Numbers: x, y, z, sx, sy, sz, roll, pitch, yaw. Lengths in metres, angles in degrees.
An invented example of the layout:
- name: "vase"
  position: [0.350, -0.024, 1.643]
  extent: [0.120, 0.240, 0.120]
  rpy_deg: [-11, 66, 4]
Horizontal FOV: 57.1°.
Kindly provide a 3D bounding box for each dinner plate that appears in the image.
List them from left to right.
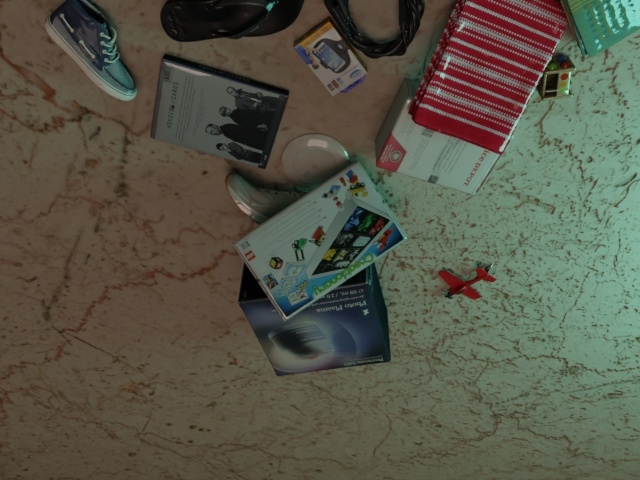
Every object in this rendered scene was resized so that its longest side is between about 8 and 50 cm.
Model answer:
- name: "dinner plate"
  position: [-0.011, -0.159, 1.224]
  extent: [0.141, 0.017, 0.141]
  rpy_deg: [2, 133, 2]

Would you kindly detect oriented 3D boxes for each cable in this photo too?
- name: "cable"
  position: [0.099, -0.394, 0.994]
  extent: [0.150, 0.047, 0.184]
  rpy_deg: [-30, 122, 20]

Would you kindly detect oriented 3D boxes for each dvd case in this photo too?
- name: "dvd case"
  position: [-0.199, -0.244, 1.143]
  extent: [0.238, 0.030, 0.179]
  rpy_deg: [15, 131, -11]

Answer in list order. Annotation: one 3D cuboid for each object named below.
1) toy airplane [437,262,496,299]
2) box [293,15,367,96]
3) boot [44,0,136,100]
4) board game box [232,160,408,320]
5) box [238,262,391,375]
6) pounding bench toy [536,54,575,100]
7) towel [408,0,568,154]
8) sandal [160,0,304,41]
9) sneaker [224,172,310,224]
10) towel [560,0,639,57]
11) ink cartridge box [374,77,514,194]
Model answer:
- name: "toy airplane"
  position: [0.365, 0.105, 1.442]
  extent: [0.151, 0.028, 0.151]
  rpy_deg: [0, 133, 0]
- name: "box"
  position: [0.024, -0.325, 1.065]
  extent: [0.081, 0.028, 0.136]
  rpy_deg: [-29, 123, 25]
- name: "boot"
  position: [-0.385, -0.337, 1.037]
  extent: [0.086, 0.069, 0.190]
  rpy_deg: [-29, 123, 29]
- name: "board game box"
  position: [0.000, 0.000, 1.206]
  extent: [0.305, 0.053, 0.193]
  rpy_deg: [-33, 95, -3]
- name: "box"
  position: [-0.002, 0.158, 1.401]
  extent: [0.296, 0.183, 0.294]
  rpy_deg: [-10, 132, 11]
- name: "pounding bench toy"
  position: [0.409, -0.294, 1.063]
  extent: [0.083, 0.052, 0.065]
  rpy_deg: [-7, 131, 8]
- name: "towel"
  position: [0.291, -0.301, 1.009]
  extent: [0.198, 0.031, 0.275]
  rpy_deg: [19, 108, -14]
- name: "sandal"
  position: [-0.148, -0.381, 1.000]
  extent: [0.254, 0.054, 0.097]
  rpy_deg: [-10, 131, 11]
- name: "sneaker"
  position: [-0.082, -0.078, 1.264]
  extent: [0.262, 0.099, 0.121]
  rpy_deg: [37, 100, -22]
- name: "towel"
  position: [0.468, -0.450, 0.851]
  extent: [0.271, 0.040, 0.370]
  rpy_deg: [-28, 145, 24]
- name: "ink cartridge box"
  position: [0.233, -0.196, 1.131]
  extent: [0.217, 0.092, 0.159]
  rpy_deg: [16, 130, -10]
